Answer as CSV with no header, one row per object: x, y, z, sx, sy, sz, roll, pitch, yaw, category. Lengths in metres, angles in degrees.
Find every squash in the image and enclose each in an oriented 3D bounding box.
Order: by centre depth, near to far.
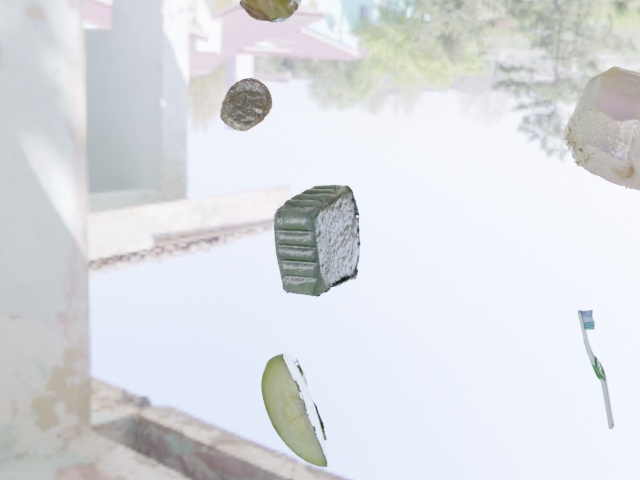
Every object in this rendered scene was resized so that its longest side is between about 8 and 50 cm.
-0.029,0.315,1.765,0.155,0.237,0.204,-22,-176,-36,squash

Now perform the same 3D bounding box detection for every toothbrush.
0.532,0.251,1.686,0.030,0.304,0.030,-16,-150,9,toothbrush

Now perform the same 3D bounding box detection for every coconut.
0.784,-0.259,2.150,0.297,0.297,0.309,-7,-152,-44,coconut

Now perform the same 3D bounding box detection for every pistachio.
-0.086,-0.488,1.709,0.100,0.110,0.189,27,165,-21,pistachio

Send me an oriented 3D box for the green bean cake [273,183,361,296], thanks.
0.000,0.000,1.944,0.125,0.222,0.227,2,-161,33,green bean cake

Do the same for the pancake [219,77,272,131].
-0.177,-0.324,2.102,0.139,0.139,0.022,6,165,18,pancake
